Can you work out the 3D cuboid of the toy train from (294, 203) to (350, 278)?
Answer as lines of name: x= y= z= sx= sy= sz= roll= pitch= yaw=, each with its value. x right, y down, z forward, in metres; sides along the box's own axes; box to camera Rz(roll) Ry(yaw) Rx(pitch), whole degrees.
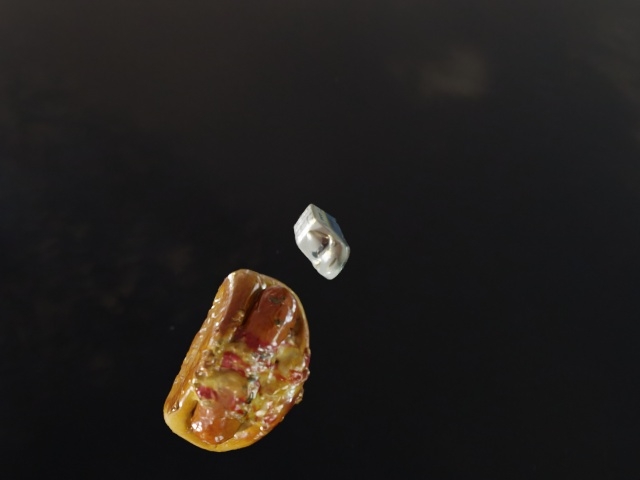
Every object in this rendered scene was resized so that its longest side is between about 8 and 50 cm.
toy train: x=0.000 y=0.000 z=1.103 sx=0.051 sy=0.052 sz=0.234 roll=34 pitch=-172 yaw=-9

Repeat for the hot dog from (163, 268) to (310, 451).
hot dog: x=-0.105 y=0.171 z=1.132 sx=0.150 sy=0.256 sz=0.153 roll=29 pitch=172 yaw=-25
